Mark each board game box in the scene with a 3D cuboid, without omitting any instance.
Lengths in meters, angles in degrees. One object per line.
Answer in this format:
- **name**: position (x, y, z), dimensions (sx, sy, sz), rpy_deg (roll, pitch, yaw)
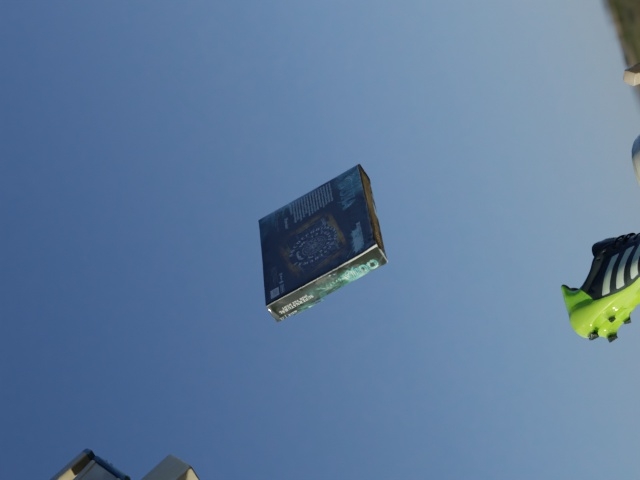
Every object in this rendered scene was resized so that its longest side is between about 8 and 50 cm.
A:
- **board game box**: position (0.000, 0.000, 1.767), dimensions (0.026, 0.126, 0.186), rpy_deg (56, -168, -25)

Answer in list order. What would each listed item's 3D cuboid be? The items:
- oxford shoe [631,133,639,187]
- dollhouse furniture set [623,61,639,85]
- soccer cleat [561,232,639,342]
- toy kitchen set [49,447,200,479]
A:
- **oxford shoe**: position (0.452, 0.065, 1.654), dimensions (0.169, 0.130, 0.449), rpy_deg (-24, -96, -58)
- **dollhouse furniture set**: position (0.368, -0.151, 1.353), dimensions (0.174, 0.355, 0.303), rpy_deg (-27, -46, -38)
- **soccer cleat**: position (0.276, 0.015, 1.524), dimensions (0.060, 0.179, 0.072), rpy_deg (13, -136, -44)
- **toy kitchen set**: position (-0.228, 0.350, 2.275), dimensions (0.207, 0.122, 0.166), rpy_deg (23, 148, 51)
